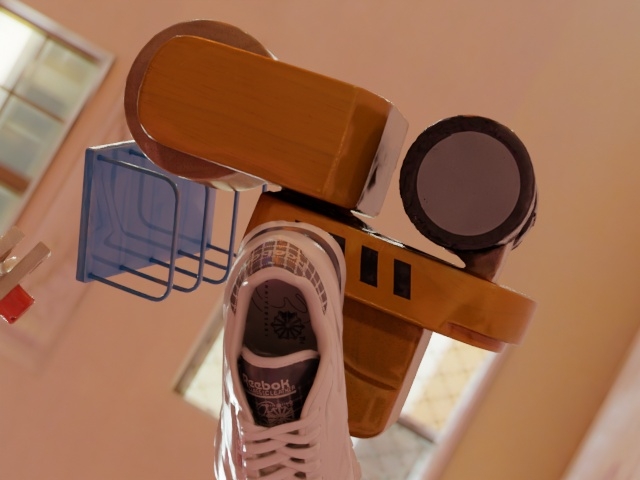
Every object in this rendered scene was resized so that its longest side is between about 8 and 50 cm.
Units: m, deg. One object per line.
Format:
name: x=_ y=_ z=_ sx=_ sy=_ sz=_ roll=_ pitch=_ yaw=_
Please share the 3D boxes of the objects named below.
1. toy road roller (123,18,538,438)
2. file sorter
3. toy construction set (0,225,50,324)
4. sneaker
toy road roller: x=0.000 y=0.000 z=1.156 sx=0.202 sy=0.329 sz=0.240 roll=17 pitch=-85 yaw=-82
file sorter: x=-0.114 y=-0.023 z=1.376 sx=0.170 sy=0.104 sz=0.118 roll=-16 pitch=-63 yaw=-52
toy construction set: x=-0.384 y=-0.011 z=1.281 sx=0.215 sy=0.328 sz=0.151 roll=-46 pitch=-12 yaw=-29
sneaker: x=-0.023 y=0.109 z=0.897 sx=0.095 sy=0.090 sz=0.235 roll=-88 pitch=-7 yaw=-78
